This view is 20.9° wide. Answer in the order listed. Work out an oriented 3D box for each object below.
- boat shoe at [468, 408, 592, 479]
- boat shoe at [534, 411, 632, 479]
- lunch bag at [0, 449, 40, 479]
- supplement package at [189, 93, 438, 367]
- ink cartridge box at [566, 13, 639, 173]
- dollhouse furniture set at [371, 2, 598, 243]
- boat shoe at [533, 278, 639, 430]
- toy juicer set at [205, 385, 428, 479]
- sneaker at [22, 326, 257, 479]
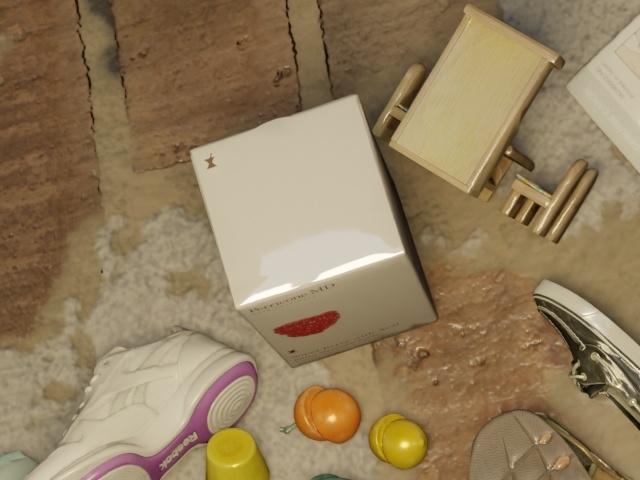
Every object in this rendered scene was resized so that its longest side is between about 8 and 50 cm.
[{"bbox_3d":[0.237,0.343,1.722,0.132,0.130,0.355,-19,79,-3],"label":"boat shoe"},{"bbox_3d":[0.274,0.250,1.775,0.190,0.072,0.068,39,84,17],"label":"boat shoe"},{"bbox_3d":[-0.315,0.369,1.803,0.223,0.160,0.262,30,67,20],"label":"lunch bag"},{"bbox_3d":[0.000,0.000,1.776,0.177,0.293,0.175,-18,72,5],"label":"supplement package"},{"bbox_3d":[0.509,-0.183,1.869,0.385,0.091,0.308,-43,72,14],"label":"ink cartridge box"},{"bbox_3d":[0.181,-0.127,1.803,0.212,0.242,0.161,32,95,17],"label":"dollhouse furniture set"},{"bbox_3d":[0.296,0.130,1.802,0.219,0.078,0.070,42,84,16],"label":"boat shoe"},{"bbox_3d":[0.043,0.281,1.778,0.209,0.089,0.329,-31,51,-21],"label":"toy juicer set"},{"bbox_3d":[-0.212,0.200,1.827,0.305,0.114,0.152,-35,49,-30],"label":"sneaker"}]
